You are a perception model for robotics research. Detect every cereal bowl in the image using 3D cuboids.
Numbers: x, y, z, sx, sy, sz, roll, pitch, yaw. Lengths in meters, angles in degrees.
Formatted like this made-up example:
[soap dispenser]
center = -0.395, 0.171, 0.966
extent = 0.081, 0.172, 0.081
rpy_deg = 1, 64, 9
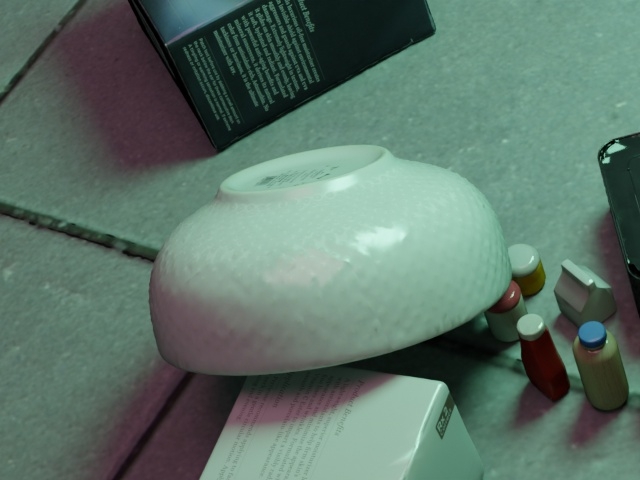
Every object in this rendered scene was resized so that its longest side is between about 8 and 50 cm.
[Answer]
[cereal bowl]
center = 0.000, 0.000, 1.395
extent = 0.339, 0.141, 0.339
rpy_deg = -11, 14, 3

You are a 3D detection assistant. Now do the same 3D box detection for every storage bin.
[storage bin]
center = 0.338, -0.017, 1.422
extent = 0.122, 0.084, 0.180
rpy_deg = -15, 48, 10

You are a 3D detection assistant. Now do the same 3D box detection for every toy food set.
[toy food set]
center = 0.223, 0.068, 1.380
extent = 0.111, 0.104, 0.232
rpy_deg = -36, 47, -10

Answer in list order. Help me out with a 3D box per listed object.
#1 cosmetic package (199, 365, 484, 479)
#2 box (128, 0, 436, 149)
[cosmetic package]
center = 0.020, 0.208, 1.310
extent = 0.183, 0.151, 0.151
rpy_deg = 8, 55, 28
[box]
center = -0.072, -0.312, 1.777
extent = 0.294, 0.183, 0.296
rpy_deg = -29, 47, -5
